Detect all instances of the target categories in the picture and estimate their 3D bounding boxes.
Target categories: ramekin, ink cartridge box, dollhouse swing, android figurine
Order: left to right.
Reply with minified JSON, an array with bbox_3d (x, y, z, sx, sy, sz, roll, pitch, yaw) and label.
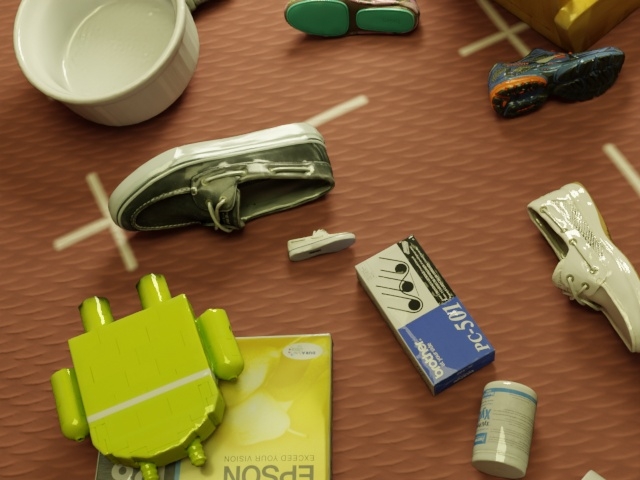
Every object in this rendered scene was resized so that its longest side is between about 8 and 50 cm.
[{"bbox_3d":[-0.327,-0.315,1.527,0.277,0.135,0.277,-4,72,11],"label":"ramekin"},{"bbox_3d":[-0.222,0.178,1.245,0.248,0.056,0.273,-23,60,-4],"label":"android figurine"},{"bbox_3d":[-0.134,0.274,1.247,0.304,0.072,0.307,-2,59,5],"label":"ink cartridge box"},{"bbox_3d":[0.140,0.099,1.323,0.097,0.046,0.207,-28,62,-8],"label":"ink cartridge box"},{"bbox_3d":[0.337,-0.518,1.493,0.315,0.305,0.347,-39,63,-14],"label":"dollhouse swing"}]

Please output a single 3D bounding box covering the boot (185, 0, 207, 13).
[{"bbox_3d":[-0.269,-0.475,1.668,0.161,0.083,0.246,-37,62,-7],"label":"boot"}]

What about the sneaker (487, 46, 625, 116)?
[{"bbox_3d":[0.358,-0.263,1.480,0.221,0.083,0.087,-12,53,-4],"label":"sneaker"}]

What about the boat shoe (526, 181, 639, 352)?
[{"bbox_3d":[0.359,0.045,1.303,0.096,0.098,0.277,-19,51,-1],"label":"boat shoe"}]

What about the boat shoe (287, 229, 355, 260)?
[{"bbox_3d":[0.000,0.000,1.401,0.100,0.035,0.035,-16,63,5],"label":"boat shoe"}]

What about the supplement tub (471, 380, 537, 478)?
[{"bbox_3d":[0.233,0.238,1.222,0.071,0.071,0.107,10,62,12],"label":"supplement tub"}]

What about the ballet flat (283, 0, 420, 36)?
[{"bbox_3d":[0.052,-0.379,1.587,0.222,0.077,0.079,0,43,1],"label":"ballet flat"}]

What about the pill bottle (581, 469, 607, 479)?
[{"bbox_3d":[0.370,0.367,1.108,0.208,0.119,0.119,36,71,23],"label":"pill bottle"}]

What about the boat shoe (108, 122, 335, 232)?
[{"bbox_3d":[-0.139,-0.074,1.405,0.335,0.121,0.119,-21,57,-7],"label":"boat shoe"}]
